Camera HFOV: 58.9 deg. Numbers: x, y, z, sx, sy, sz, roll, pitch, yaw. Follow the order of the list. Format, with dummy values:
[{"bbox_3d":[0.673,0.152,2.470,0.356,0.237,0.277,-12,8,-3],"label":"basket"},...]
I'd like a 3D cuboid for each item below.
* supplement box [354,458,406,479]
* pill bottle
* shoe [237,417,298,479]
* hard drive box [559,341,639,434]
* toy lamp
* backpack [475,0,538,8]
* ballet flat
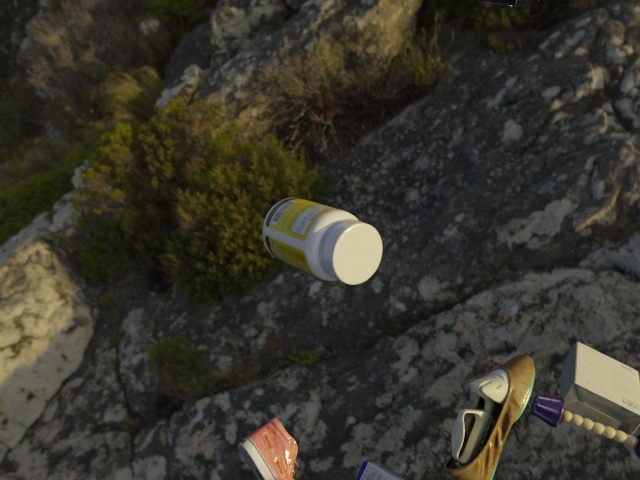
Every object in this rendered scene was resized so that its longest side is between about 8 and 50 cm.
[{"bbox_3d":[0.159,0.487,0.974,0.220,0.111,0.114,11,67,48],"label":"supplement box"},{"bbox_3d":[0.000,0.000,0.958,0.119,0.119,0.208,-52,36,-13],"label":"pill bottle"},{"bbox_3d":[-0.062,0.395,0.964,0.081,0.178,0.063,-31,-1,-31],"label":"shoe"},{"bbox_3d":[0.751,0.396,1.520,0.181,0.089,0.232,27,28,16],"label":"hard drive box"},{"bbox_3d":[0.660,0.453,1.390,0.274,0.080,0.080,20,67,16],"label":"toy lamp"},{"bbox_3d":[0.287,-0.412,0.831,0.084,0.115,0.105,-18,33,-17],"label":"backpack"},{"bbox_3d":[0.377,0.399,1.294,0.343,0.124,0.116,-61,16,-10],"label":"ballet flat"}]
